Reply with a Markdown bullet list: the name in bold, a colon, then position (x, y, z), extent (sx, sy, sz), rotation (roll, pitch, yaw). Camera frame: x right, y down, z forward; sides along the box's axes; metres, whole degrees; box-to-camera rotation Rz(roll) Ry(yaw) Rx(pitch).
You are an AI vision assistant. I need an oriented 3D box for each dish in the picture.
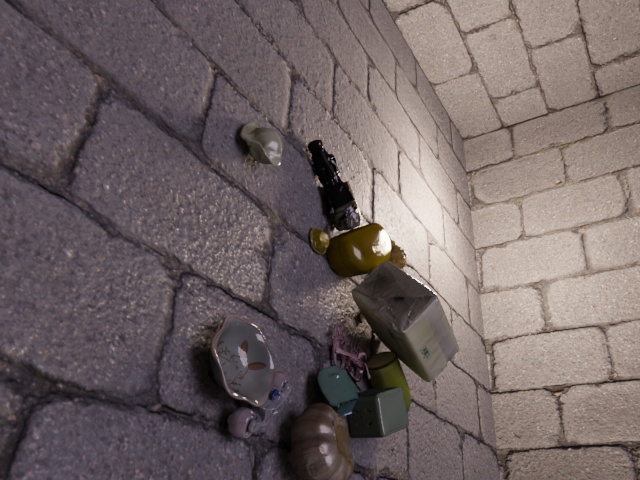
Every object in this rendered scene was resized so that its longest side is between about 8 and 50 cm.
- **dish**: position (-0.210, 0.301, 1.346), extent (0.229, 0.081, 0.230), rotation (44, 32, -37)

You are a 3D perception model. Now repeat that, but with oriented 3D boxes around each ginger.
- **ginger**: position (0.325, 0.048, 2.411), extent (0.115, 0.122, 0.193), rotation (19, 52, -34)

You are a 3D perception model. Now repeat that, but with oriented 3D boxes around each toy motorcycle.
- **toy motorcycle**: position (-0.150, 0.425, 1.398), extent (0.254, 0.112, 0.113), rotation (-34, 107, -62)

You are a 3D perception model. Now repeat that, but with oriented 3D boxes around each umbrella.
- **umbrella**: position (0.043, -0.202, 2.026), extent (0.106, 0.113, 0.358), rotation (-92, 160, -85)

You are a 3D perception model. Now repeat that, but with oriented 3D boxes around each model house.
- **model house**: position (0.041, 0.488, 1.689), extent (0.119, 0.148, 0.149), rotation (-12, 129, -29)

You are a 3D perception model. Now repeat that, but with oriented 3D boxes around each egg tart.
- **egg tart**: position (0.000, 0.000, 1.918), extent (0.105, 0.039, 0.105), rotation (31, 53, -52)

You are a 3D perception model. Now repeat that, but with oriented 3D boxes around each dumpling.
- **dumpling**: position (-0.183, -0.298, 1.670), extent (0.134, 0.099, 0.169), rotation (26, 52, -40)

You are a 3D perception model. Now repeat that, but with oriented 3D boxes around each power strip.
- **power strip**: position (0.210, 0.578, 1.876), extent (0.224, 0.140, 0.139), rotation (4, 73, -50)

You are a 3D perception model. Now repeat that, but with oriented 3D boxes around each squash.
- **squash**: position (0.258, 0.541, 2.023), extent (0.132, 0.132, 0.247), rotation (-42, 114, -59)

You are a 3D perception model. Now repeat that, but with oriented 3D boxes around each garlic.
- **garlic**: position (-0.003, 0.570, 1.519), extent (0.228, 0.152, 0.228), rotation (42, 35, -39)

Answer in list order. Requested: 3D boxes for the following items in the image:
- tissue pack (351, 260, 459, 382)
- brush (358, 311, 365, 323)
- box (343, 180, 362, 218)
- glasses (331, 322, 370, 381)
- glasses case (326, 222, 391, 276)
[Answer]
- **tissue pack**: position (0.313, 0.293, 2.004), extent (0.207, 0.297, 0.380), rotation (-42, 133, -10)
- **brush**: position (0.201, 0.256, 2.169), extent (0.248, 0.036, 0.043), rotation (-36, 104, -53)
- **box**: position (0.094, -0.142, 2.105), extent (0.022, 0.089, 0.156), rotation (-31, 106, -59)
- **glasses**: position (0.116, 0.376, 1.892), extent (0.255, 0.095, 0.162), rotation (47, 31, -45)
- **glasses case**: position (0.165, 0.036, 2.091), extent (0.371, 0.141, 0.173), rotation (-21, 96, -61)
